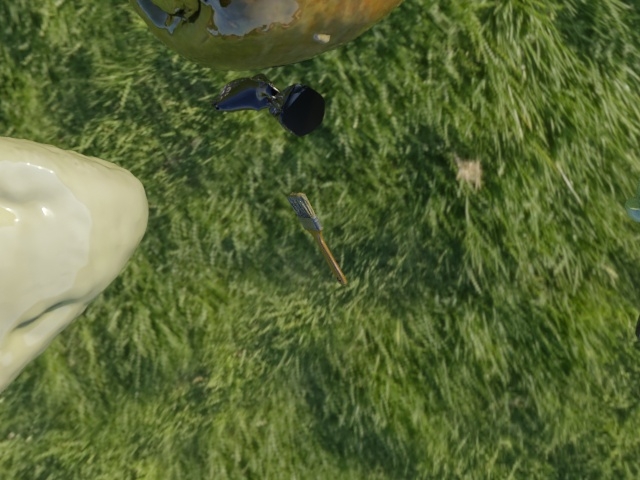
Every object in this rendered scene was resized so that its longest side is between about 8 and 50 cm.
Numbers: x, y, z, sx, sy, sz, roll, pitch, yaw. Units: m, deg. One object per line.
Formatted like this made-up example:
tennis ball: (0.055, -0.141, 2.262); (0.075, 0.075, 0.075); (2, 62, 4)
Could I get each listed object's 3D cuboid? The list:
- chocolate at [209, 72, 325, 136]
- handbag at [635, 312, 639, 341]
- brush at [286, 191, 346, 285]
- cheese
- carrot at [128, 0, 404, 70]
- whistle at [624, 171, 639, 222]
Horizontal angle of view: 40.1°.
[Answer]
chocolate: (-0.063, -0.166, 1.013); (0.147, 0.072, 0.070); (27, 133, 39)
handbag: (0.458, -0.014, 0.868); (0.178, 0.275, 0.302); (36, 120, 20)
brush: (0.000, 0.000, 1.316); (0.043, 0.014, 0.170); (9, 133, 55)
cheese: (-0.242, -0.012, 0.487); (0.251, 0.173, 0.248); (-39, 130, -13)
carrot: (-0.001, -0.280, 0.718); (0.224, 0.340, 0.224); (38, 149, 27)
whistle: (0.474, -0.098, 1.109); (0.131, 0.288, 0.106); (-2, 123, 33)
